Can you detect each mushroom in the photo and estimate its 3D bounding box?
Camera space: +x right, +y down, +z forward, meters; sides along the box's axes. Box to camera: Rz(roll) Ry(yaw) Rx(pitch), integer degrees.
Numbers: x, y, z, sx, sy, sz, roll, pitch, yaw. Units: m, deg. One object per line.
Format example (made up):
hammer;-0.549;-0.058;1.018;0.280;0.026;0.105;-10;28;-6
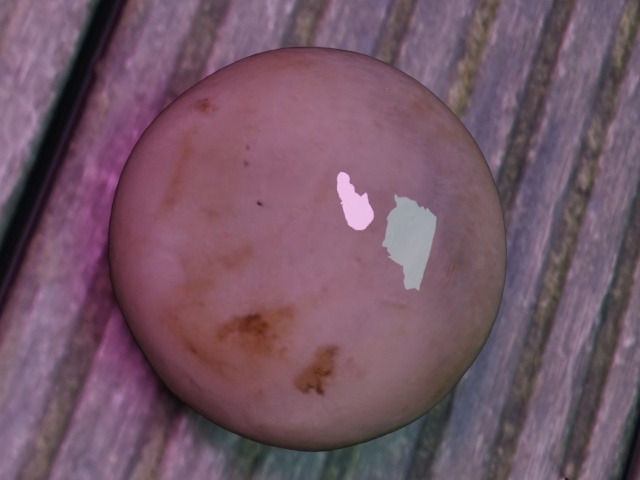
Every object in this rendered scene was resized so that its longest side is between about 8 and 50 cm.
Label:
mushroom;0.000;0.000;0.993;0.215;0.207;0.207;-33;113;-74
